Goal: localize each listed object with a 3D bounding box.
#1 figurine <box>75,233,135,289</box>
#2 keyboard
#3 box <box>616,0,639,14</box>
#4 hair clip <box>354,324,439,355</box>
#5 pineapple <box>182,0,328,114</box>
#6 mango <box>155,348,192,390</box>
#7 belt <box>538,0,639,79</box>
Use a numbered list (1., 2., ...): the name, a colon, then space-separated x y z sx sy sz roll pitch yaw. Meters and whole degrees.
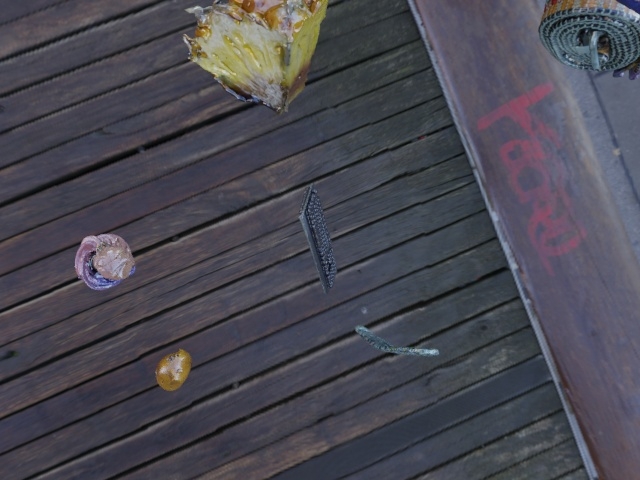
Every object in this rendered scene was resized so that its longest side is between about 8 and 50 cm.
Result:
1. figurine: -0.446 0.038 1.177 0.126 0.157 0.114 33 58 -23
2. keyboard: 0.000 0.000 1.077 0.025 0.230 0.094 0 47 16
3. box: 0.313 -0.361 0.392 0.116 0.279 0.262 10 72 -27
4. hair clip: 0.153 0.220 1.182 0.066 0.229 0.036 10 89 -40
5. pineapple: -0.080 -0.268 0.767 0.114 0.236 0.186 -53 125 -29
6. mango: -0.328 0.296 1.243 0.077 0.127 0.063 -5 49 -34
7. belt: 0.560 -0.435 1.122 0.206 0.295 0.161 14 88 27
